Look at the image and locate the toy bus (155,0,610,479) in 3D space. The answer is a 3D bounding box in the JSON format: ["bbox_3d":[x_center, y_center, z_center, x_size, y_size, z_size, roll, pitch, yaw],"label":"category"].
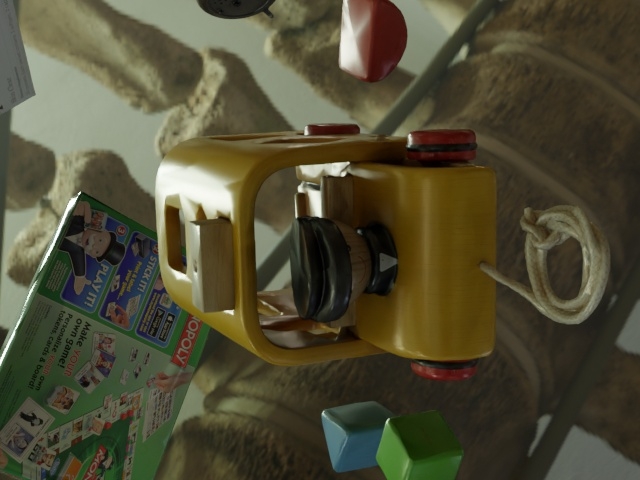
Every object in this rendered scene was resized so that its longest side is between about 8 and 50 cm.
[{"bbox_3d":[-0.005,0.004,0.427,0.104,0.202,0.191,-6,-126,-24],"label":"toy bus"}]

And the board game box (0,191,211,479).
[{"bbox_3d":[-0.249,0.133,1.163,0.213,0.046,0.317,31,-114,-26],"label":"board game box"}]

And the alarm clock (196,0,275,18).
[{"bbox_3d":[-0.136,-0.383,1.485,0.192,0.129,0.064,18,-125,-47],"label":"alarm clock"}]

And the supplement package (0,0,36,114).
[{"bbox_3d":[-0.467,-0.278,1.183,0.145,0.262,0.204,-36,-112,-23],"label":"supplement package"}]
